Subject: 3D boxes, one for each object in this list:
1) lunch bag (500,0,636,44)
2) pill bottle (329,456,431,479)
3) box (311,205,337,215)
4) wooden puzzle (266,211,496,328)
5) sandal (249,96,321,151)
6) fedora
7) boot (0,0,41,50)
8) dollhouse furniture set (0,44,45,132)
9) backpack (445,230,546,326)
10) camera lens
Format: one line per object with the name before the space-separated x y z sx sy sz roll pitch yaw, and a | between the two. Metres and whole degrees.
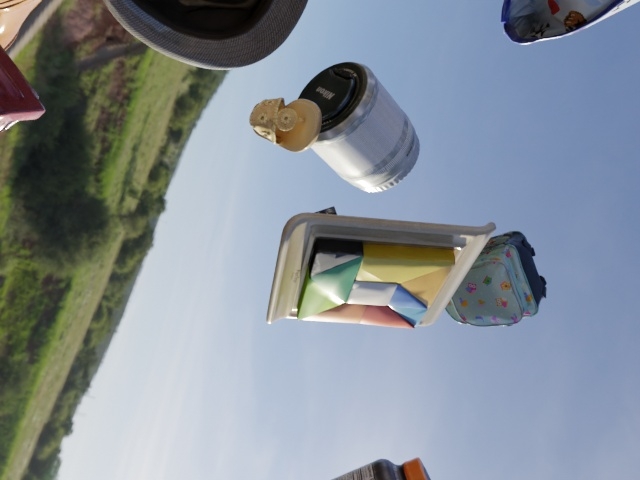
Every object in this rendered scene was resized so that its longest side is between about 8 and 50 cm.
lunch bag | 0.544 -0.543 1.230 0.328 0.238 0.385 -32 174 -29
pill bottle | 0.071 0.447 1.099 0.246 0.130 0.130 -24 -155 4
box | 0.000 0.000 0.922 0.018 0.067 0.083 -106 179 -58
wooden puzzle | 0.063 0.049 0.781 0.221 0.239 0.044 105 -18 -54
sandal | -0.088 -0.198 1.116 0.240 0.079 0.088 25 -67 60
fedora | -0.150 -0.355 0.839 0.124 0.276 0.243 -106 -141 -66
boot | -0.492 -0.368 1.026 0.283 0.109 0.220 -41 -151 -1
dollhouse furniture set | -0.440 -0.190 0.541 0.201 0.374 0.152 -37 -178 13
backpack | 0.318 0.086 1.290 0.189 0.165 0.144 -14 -164 41
camera lens | 0.086 -0.266 1.570 0.220 0.274 0.219 -21 -129 28
